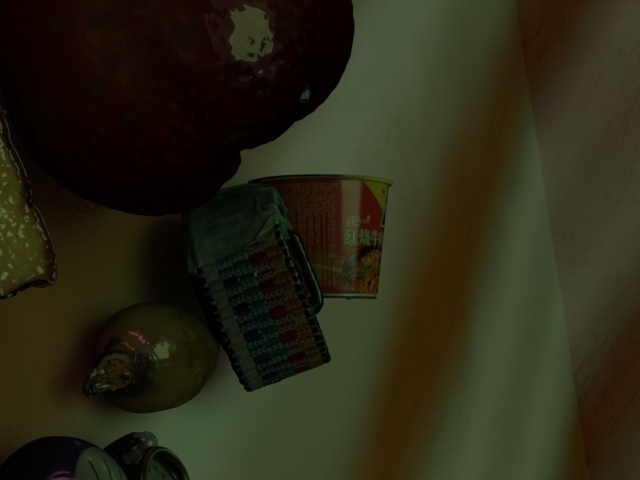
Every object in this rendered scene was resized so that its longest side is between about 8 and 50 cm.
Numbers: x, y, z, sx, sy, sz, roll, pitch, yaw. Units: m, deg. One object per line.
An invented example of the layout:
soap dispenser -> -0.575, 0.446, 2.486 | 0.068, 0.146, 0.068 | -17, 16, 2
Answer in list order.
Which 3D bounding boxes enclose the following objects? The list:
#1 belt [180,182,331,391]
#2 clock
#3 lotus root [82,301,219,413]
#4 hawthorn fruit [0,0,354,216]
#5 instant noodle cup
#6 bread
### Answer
belt -> -0.083, 0.054, 1.402 | 0.207, 0.150, 0.258 | 159, -90, -88
clock -> -0.234, 0.290, 1.134 | 0.243, 0.146, 0.200 | 32, 48, -56
lotus root -> -0.198, 0.137, 1.277 | 0.125, 0.118, 0.221 | 64, 22, 12
hawthorn fruit -> -0.185, -0.238, 1.186 | 0.403, 0.402, 0.403 | 28, 56, -52
instant noodle cup -> 0.000, 0.000, 1.584 | 0.213, 0.213, 0.174 | 6, 83, -58
bread -> -0.366, -0.053, 1.055 | 0.129, 0.134, 0.260 | -30, 100, -47
